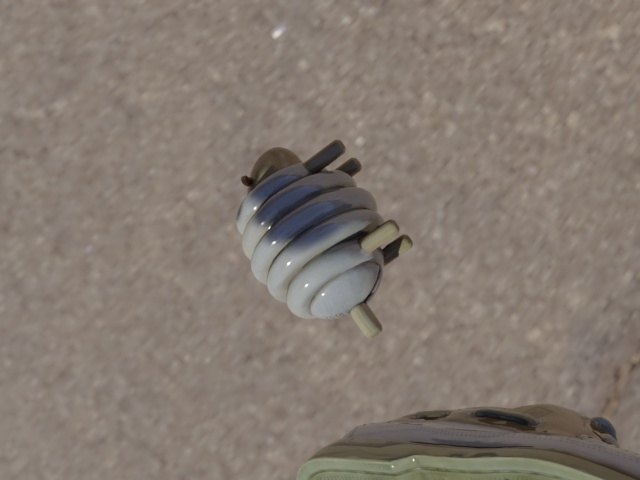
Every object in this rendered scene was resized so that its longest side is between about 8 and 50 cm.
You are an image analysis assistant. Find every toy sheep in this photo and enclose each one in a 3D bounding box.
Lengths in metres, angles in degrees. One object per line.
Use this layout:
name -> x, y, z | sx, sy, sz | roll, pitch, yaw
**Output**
toy sheep -> 0.000, 0.000, 1.152 | 0.132, 0.091, 0.091 | 57, 133, 26

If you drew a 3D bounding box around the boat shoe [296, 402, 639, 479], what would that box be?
boat shoe -> 0.125, 0.139, 1.104 | 0.302, 0.103, 0.113 | 7, 120, 43
